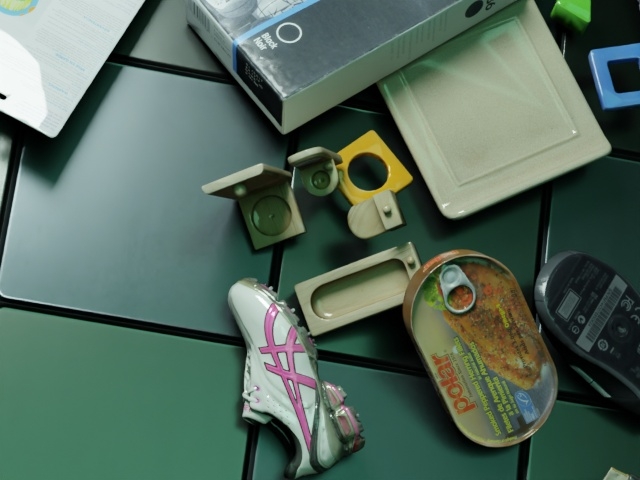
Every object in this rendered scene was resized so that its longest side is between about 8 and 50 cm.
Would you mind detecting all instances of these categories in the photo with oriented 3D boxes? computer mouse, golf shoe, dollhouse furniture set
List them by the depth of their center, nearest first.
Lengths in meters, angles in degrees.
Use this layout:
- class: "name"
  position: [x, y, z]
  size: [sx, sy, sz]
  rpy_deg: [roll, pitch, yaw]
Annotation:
- class: "dollhouse furniture set"
  position: [0.000, 0.000, 1.638]
  size: [0.144, 0.123, 0.151]
  rpy_deg: [-21, 84, 9]
- class: "golf shoe"
  position: [-0.038, 0.120, 1.643]
  size: [0.086, 0.067, 0.186]
  rpy_deg: [-28, 80, -17]
- class: "computer mouse"
  position: [0.276, 0.142, 1.708]
  size: [0.262, 0.060, 0.184]
  rpy_deg: [34, 65, -12]

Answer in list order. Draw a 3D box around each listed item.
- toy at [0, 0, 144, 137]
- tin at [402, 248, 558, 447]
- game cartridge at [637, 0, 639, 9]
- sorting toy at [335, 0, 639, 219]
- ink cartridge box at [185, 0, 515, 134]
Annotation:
- class: "toy"
  position: [-0.247, -0.205, 1.710]
  size: [0.137, 0.056, 0.237]
  rpy_deg: [28, 65, 2]
- class: "tin"
  position: [0.141, 0.096, 1.661]
  size: [0.106, 0.040, 0.189]
  rpy_deg: [-29, 110, -12]
- class: "game cartridge"
  position: [0.482, -0.302, 1.889]
  size: [0.355, 0.068, 0.230]
  rpy_deg: [-10, 71, -14]
- class: "sorting toy"
  position: [0.154, -0.127, 1.772]
  size: [0.348, 0.047, 0.196]
  rpy_deg: [-23, 75, -15]
- class: "ink cartridge box"
  position: [0.053, -0.245, 1.759]
  size: [0.333, 0.065, 0.165]
  rpy_deg: [-31, 64, -20]
